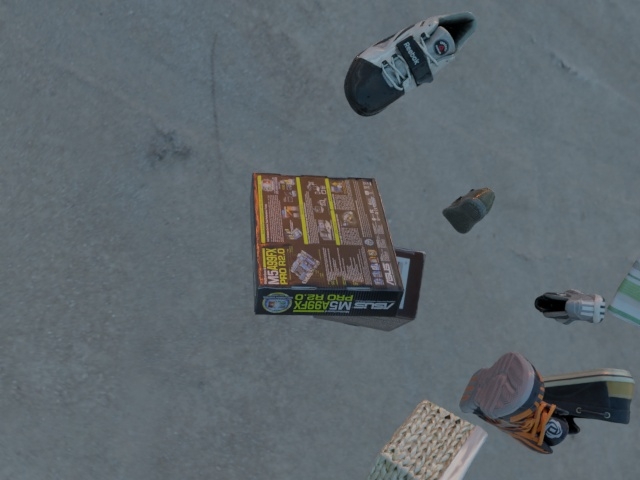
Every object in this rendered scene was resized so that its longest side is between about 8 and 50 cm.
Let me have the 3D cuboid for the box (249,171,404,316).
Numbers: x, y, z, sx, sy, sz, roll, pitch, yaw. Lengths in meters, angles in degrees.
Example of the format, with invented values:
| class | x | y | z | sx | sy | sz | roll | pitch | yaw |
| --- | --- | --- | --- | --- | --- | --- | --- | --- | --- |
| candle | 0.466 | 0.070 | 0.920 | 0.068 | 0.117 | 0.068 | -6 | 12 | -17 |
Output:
| class | x | y | z | sx | sy | sz | roll | pitch | yaw |
| --- | --- | --- | --- | --- | --- | --- | --- | --- | --- |
| box | 0.000 | 0.000 | 1.098 | 0.216 | 0.060 | 0.270 | 1 | 42 | -10 |

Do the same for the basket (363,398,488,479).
| class | x | y | z | sx | sy | sz | roll | pitch | yaw |
| --- | --- | --- | --- | --- | --- | --- | --- | --- | --- |
| basket | 0.133 | 0.303 | 0.924 | 0.103 | 0.113 | 0.167 | 31 | 30 | 18 |

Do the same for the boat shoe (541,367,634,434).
| class | x | y | z | sx | sy | sz | roll | pitch | yaw |
| --- | --- | --- | --- | --- | --- | --- | --- | --- | --- |
| boat shoe | 0.666 | 0.476 | 1.996 | 0.186 | 0.500 | 0.156 | 12 | 67 | -31 |

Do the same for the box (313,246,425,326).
| class | x | y | z | sx | sy | sz | roll | pitch | yaw |
| --- | --- | --- | --- | --- | --- | --- | --- | --- | --- |
| box | 0.091 | 0.102 | 1.467 | 0.191 | 0.381 | 0.143 | 10 | 77 | -1 |

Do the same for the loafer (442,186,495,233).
| class | x | y | z | sx | sy | sz | roll | pitch | yaw |
| --- | --- | --- | --- | --- | --- | --- | --- | --- | --- |
| loafer | 0.417 | -0.086 | 1.931 | 0.087 | 0.251 | 0.094 | -40 | 92 | -13 |

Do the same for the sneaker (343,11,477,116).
| class | x | y | z | sx | sy | sz | roll | pitch | yaw |
| --- | --- | --- | --- | --- | --- | --- | --- | --- | --- |
| sneaker | 0.184 | -0.369 | 1.384 | 0.330 | 0.146 | 0.122 | -43 | 107 | -25 |

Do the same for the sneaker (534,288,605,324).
| class | x | y | z | sx | sy | sz | roll | pitch | yaw |
| --- | --- | --- | --- | --- | --- | --- | --- | --- | --- |
| sneaker | 0.553 | 0.149 | 1.634 | 0.132 | 0.229 | 0.086 | 6 | 82 | -6 |

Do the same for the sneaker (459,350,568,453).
| class | x | y | z | sx | sy | sz | roll | pitch | yaw |
| --- | --- | --- | --- | --- | --- | --- | --- | --- | --- |
| sneaker | 0.378 | 0.298 | 1.255 | 0.180 | 0.321 | 0.125 | 29 | 79 | 4 |

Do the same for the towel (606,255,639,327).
| class | x | y | z | sx | sy | sz | roll | pitch | yaw |
| --- | --- | --- | --- | --- | --- | --- | --- | --- | --- |
| towel | 0.585 | 0.087 | 1.212 | 0.113 | 0.152 | 0.023 | 26 | 24 | 9 |
